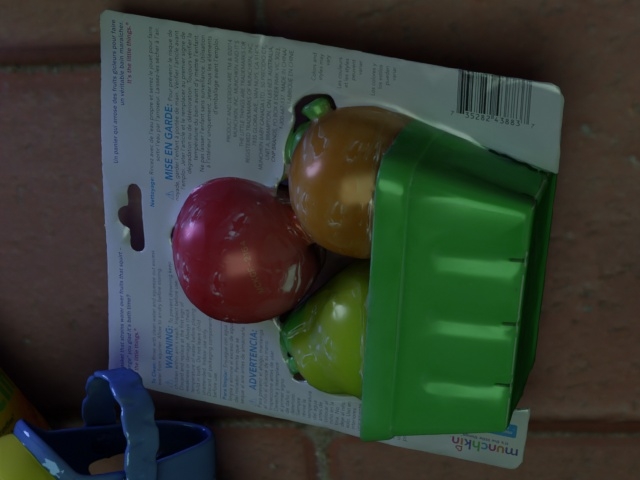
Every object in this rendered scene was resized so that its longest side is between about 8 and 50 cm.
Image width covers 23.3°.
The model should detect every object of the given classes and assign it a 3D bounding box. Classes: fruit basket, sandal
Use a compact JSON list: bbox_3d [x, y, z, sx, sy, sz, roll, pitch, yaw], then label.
[{"bbox_3d":[0.000,0.000,1.177,0.353,0.165,0.327,13,119,21],"label":"fruit basket"},{"bbox_3d":[-0.127,0.209,1.268,0.138,0.126,0.317,-52,133,-4],"label":"sandal"}]

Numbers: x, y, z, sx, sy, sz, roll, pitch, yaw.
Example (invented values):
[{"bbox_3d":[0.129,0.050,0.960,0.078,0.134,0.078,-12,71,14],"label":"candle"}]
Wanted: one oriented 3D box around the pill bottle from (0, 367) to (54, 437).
[{"bbox_3d":[-0.339,0.127,1.288,0.136,0.136,0.246,-30,108,23],"label":"pill bottle"}]
